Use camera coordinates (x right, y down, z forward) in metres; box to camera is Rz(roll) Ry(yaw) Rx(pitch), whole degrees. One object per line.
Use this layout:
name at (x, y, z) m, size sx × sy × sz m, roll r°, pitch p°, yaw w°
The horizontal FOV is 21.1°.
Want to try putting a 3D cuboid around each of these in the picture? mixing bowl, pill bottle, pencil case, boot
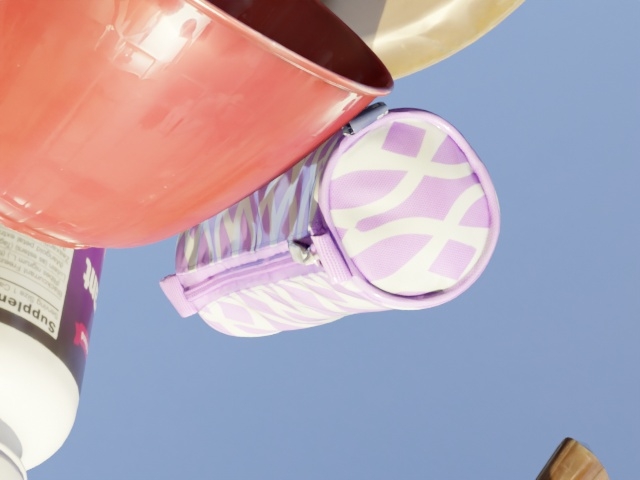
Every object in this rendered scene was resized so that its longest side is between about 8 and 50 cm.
mixing bowl at (-0.079, -0.062, 0.530) m, size 0.098 × 0.181 × 0.181 m, roll -53°, pitch -138°, yaw 12°
pill bottle at (-0.145, 0.029, 0.691) m, size 0.108 × 0.108 × 0.193 m, roll -18°, pitch -132°, yaw 29°
pencil case at (0.000, 0.000, 0.756) m, size 0.088 × 0.086 × 0.206 m, roll -38°, pitch -174°, yaw -21°
boot at (0.161, 0.194, 1.122) m, size 0.037 × 0.106 × 0.114 m, roll 20°, pitch -113°, yaw 49°

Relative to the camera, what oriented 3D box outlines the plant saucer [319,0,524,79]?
plant saucer at (0.005, -0.173, 0.763) m, size 0.278 × 0.278 × 0.041 m, roll -35°, pitch -141°, yaw 15°
